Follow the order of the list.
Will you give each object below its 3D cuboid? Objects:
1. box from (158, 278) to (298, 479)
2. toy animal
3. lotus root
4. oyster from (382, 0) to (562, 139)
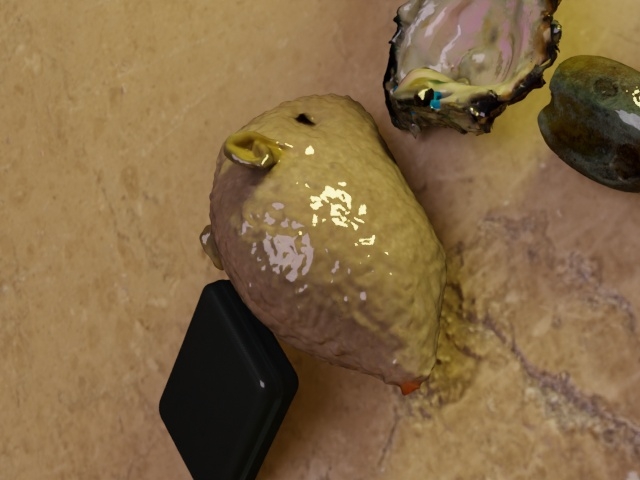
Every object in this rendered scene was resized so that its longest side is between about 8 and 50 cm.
[{"bbox_3d":[-0.101,0.167,1.722,0.160,0.050,0.230,58,143,31],"label":"box"},{"bbox_3d":[0.002,0.005,1.639,0.358,0.226,0.188,62,142,32],"label":"toy animal"},{"bbox_3d":[0.290,-0.105,1.551,0.192,0.088,0.113,36,116,35],"label":"lotus root"},{"bbox_3d":[0.151,-0.192,1.655,0.259,0.092,0.198,-35,46,30],"label":"oyster"}]
